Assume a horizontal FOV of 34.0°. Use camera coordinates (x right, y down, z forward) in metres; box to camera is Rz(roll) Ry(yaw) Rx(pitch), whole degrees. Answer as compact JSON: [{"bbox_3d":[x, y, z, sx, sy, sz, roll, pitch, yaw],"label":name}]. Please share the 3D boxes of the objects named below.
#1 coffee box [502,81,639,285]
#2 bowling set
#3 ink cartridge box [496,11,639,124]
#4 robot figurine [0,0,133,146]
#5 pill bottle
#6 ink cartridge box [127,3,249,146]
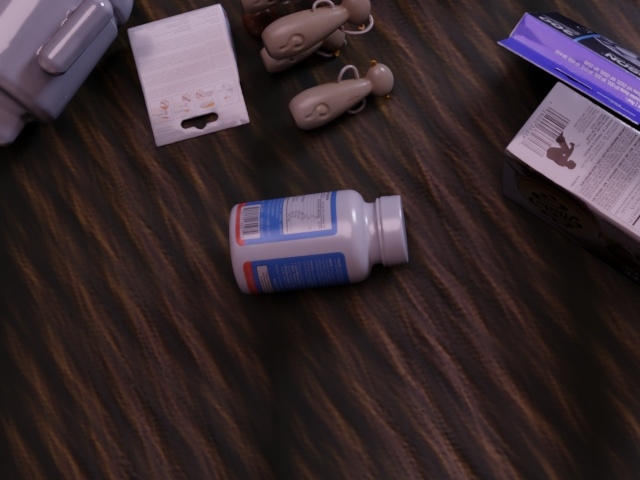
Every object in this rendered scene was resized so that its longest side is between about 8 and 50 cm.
[{"bbox_3d":[0.381,-0.046,1.299,0.297,0.168,0.119,36,82,16],"label":"coffee box"},{"bbox_3d":[-0.024,-0.319,1.444,0.154,0.287,0.200,-24,38,-5],"label":"bowling set"},{"bbox_3d":[0.352,-0.229,1.346,0.206,0.208,0.045,34,117,16],"label":"ink cartridge box"},{"bbox_3d":[-0.402,-0.307,1.480,0.300,0.200,0.353,26,78,44],"label":"robot figurine"},{"bbox_3d":[0.000,0.000,1.367,0.221,0.124,0.124,-6,73,7],"label":"pill bottle"},{"bbox_3d":[-0.188,-0.238,1.521,0.145,0.045,0.179,-14,90,4],"label":"ink cartridge box"}]
